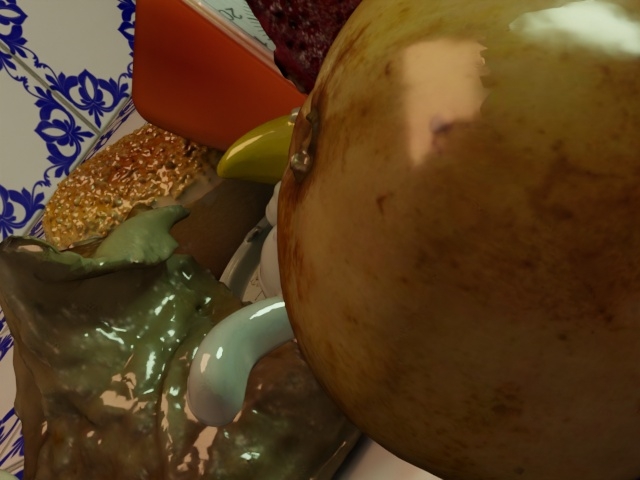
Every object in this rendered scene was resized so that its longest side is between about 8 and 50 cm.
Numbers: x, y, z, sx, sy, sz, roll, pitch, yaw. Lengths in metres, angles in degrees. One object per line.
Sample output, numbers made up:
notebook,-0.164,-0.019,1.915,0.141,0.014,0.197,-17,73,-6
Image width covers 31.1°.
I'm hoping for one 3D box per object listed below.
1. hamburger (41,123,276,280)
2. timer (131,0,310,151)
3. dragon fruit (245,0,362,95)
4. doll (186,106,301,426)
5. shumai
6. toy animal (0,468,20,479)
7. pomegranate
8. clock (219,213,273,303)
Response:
hamburger,-0.159,-0.045,1.252,0.302,0.170,0.302,-31,12,7
timer,-0.017,-0.170,1.098,0.257,0.250,0.161,-28,-44,-54
dragon fruit,0.106,-0.246,0.830,0.249,0.386,0.371,-45,-8,-31
doll,0.033,0.001,0.749,0.111,0.252,0.237,90,173,-55
shumai,-0.154,0.113,0.828,0.314,0.262,0.267,-45,17,12
toy animal,-0.128,0.220,0.472,0.247,0.345,0.277,-100,21,-56
pomegranate,0.118,-0.011,0.524,0.229,0.270,0.252,-111,32,-65
clock,0.000,0.000,1.050,0.236,0.053,0.236,-39,21,18
